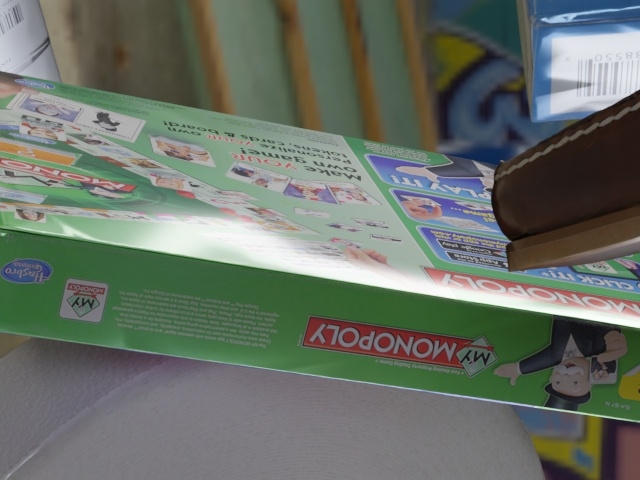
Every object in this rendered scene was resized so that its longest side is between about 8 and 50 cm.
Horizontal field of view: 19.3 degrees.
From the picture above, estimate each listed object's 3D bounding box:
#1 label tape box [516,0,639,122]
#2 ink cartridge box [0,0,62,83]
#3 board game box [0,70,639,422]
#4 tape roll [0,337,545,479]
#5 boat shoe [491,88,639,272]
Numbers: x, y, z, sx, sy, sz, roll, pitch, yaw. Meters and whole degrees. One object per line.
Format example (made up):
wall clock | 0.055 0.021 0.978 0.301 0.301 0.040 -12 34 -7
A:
label tape box | 0.241 -0.250 1.190 0.115 0.249 0.348 79 8 -56
ink cartridge box | -0.351 -0.162 1.558 0.129 0.223 0.307 51 -12 14
board game box | 0.000 0.000 0.846 0.213 0.317 0.046 -118 -139 -64
tape roll | -0.060 0.202 0.899 0.392 0.072 0.392 -17 122 -29
boat shoe | 0.134 -0.047 0.494 0.073 0.207 0.073 -13 84 -62
